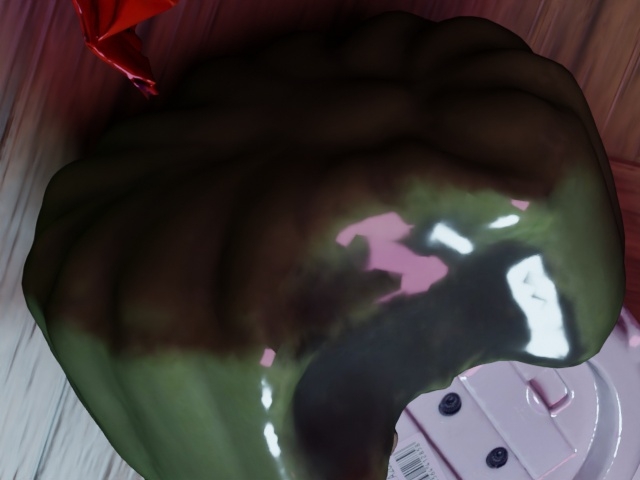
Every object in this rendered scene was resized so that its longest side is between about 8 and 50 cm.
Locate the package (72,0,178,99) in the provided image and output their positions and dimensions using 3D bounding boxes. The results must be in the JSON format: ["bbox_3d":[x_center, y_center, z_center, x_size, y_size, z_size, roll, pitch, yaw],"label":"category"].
[{"bbox_3d":[-0.055,-0.304,0.992,0.123,0.196,0.424,19,112,-21],"label":"package"}]

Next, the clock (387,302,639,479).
[{"bbox_3d":[0.091,0.139,1.309,0.322,0.113,0.295,-37,121,1],"label":"clock"}]

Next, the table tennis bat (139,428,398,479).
[{"bbox_3d":[-0.063,0.153,1.153,0.234,0.022,0.131,-10,154,-13],"label":"table tennis bat"}]

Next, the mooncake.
[{"bbox_3d":[0.000,0.000,1.083,0.351,0.351,0.187,-28,119,-6],"label":"mooncake"}]
